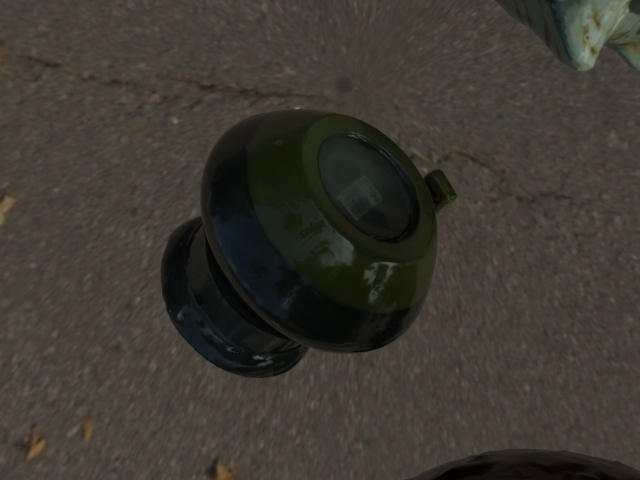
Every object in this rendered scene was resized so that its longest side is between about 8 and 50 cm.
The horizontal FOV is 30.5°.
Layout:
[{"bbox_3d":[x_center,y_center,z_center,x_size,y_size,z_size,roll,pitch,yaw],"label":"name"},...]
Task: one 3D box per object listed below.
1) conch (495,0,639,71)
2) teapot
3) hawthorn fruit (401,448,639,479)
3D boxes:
[{"bbox_3d":[0.195,-0.193,0.756,0.203,0.386,0.170,-52,130,-29],"label":"conch"},{"bbox_3d":[0.000,0.000,0.595,0.119,0.165,0.130,-39,75,40],"label":"teapot"},{"bbox_3d":[0.110,0.221,0.431,0.300,0.254,0.254,27,98,-23],"label":"hawthorn fruit"}]
